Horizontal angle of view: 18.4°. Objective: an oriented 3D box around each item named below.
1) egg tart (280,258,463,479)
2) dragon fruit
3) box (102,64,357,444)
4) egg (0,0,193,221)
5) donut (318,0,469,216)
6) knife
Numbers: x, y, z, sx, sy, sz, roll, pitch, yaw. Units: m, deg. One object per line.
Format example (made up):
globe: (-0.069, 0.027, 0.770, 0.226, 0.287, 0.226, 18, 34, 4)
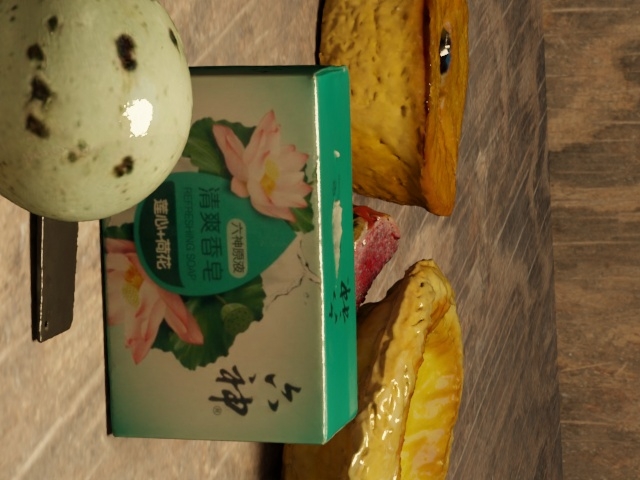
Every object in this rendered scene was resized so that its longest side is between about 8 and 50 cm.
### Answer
egg tart: (0.037, 0.168, 1.701, 0.319, 0.128, 0.319, 7, 90, -78)
dragon fruit: (0.000, 0.000, 1.650, 0.147, 0.102, 0.096, -68, 152, -43)
box: (-0.059, 0.007, 1.308, 0.092, 0.153, 0.245, -26, 115, -73)
egg: (-0.139, -0.090, 1.084, 0.131, 0.131, 0.164, 56, 15, -65)
donut: (0.074, -0.171, 1.886, 0.303, 0.110, 0.303, 0, 90, -77)
knife: (-0.159, -0.064, 1.201, 0.072, 0.019, 0.245, -32, 125, -77)
